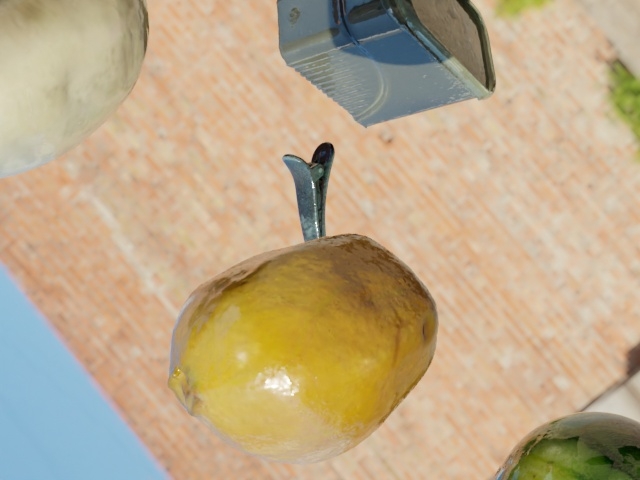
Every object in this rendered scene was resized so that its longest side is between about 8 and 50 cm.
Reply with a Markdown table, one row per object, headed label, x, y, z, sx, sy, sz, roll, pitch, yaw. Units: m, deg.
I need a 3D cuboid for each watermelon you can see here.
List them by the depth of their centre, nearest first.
| label | x | y | z | sx | sy | sz | roll | pitch | yaw |
| --- | --- | --- | --- | --- | --- | --- | --- | --- | --- |
| watermelon | 0.312 | 0.316 | 1.788 | 0.242 | 0.242 | 0.242 | 48 | -173 | -7 |

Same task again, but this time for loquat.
| label | x | y | z | sx | sy | sz | roll | pitch | yaw |
| --- | --- | --- | --- | --- | --- | --- | --- | --- | --- |
| loquat | -0.009 | 0.082 | 1.227 | 0.187 | 0.234 | 0.176 | 10 | 115 | 50 |

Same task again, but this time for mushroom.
| label | x | y | z | sx | sy | sz | roll | pitch | yaw |
| --- | --- | --- | --- | --- | --- | --- | --- | --- | --- |
| mushroom | -0.285 | -0.229 | 1.215 | 0.314 | 0.314 | 0.336 | -123 | 22 | -50 |

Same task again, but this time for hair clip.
| label | x | y | z | sx | sy | sz | roll | pitch | yaw |
| --- | --- | --- | --- | --- | --- | --- | --- | --- | --- |
| hair clip | 0.000 | 0.000 | 1.889 | 0.039 | 0.070 | 0.229 | 7 | 110 | 47 |

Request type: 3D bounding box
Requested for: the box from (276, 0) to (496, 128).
| label | x | y | z | sx | sy | sz | roll | pitch | yaw |
| --- | --- | --- | --- | --- | --- | --- | --- | --- | --- |
| box | 0.074 | -0.236 | 1.835 | 0.274 | 0.178 | 0.138 | 34 | -135 | -54 |
